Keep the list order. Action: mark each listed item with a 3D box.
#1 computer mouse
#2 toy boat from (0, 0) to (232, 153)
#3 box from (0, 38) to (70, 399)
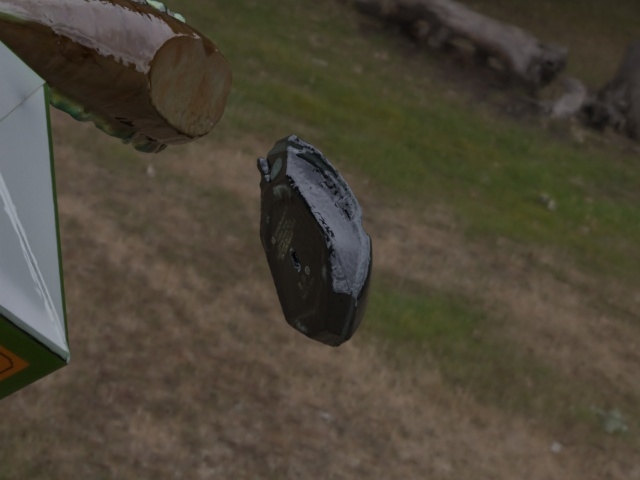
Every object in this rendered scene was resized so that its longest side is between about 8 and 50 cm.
[{"bbox_3d":[0.000,0.000,1.041,0.062,0.106,0.192,-3,53,-26],"label":"computer mouse"},{"bbox_3d":[-0.141,-0.123,0.886,0.099,0.108,0.293,13,1,22],"label":"toy boat"},{"bbox_3d":[-0.222,-0.030,0.522,0.195,0.148,0.177,45,22,-46],"label":"box"}]
